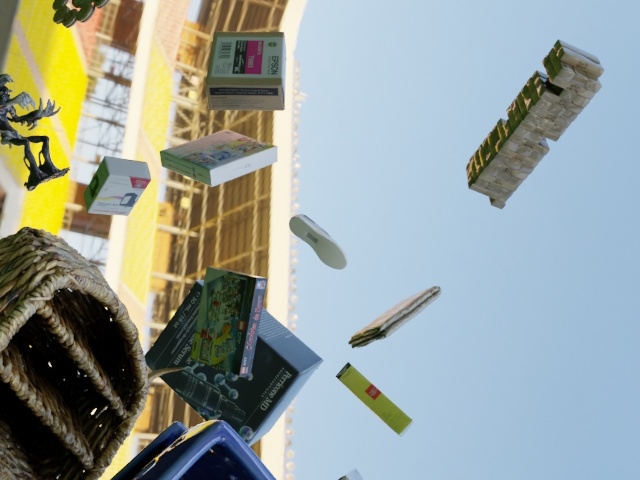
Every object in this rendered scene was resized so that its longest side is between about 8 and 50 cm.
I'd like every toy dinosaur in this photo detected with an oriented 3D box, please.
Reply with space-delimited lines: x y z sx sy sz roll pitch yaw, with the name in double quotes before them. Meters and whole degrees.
"toy dinosaur" -0.439 0.350 1.562 0.211 0.112 0.064 -46 171 -24

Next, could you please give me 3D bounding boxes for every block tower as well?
"block tower" 0.407 -0.219 1.289 0.091 0.097 0.335 -84 -162 -49

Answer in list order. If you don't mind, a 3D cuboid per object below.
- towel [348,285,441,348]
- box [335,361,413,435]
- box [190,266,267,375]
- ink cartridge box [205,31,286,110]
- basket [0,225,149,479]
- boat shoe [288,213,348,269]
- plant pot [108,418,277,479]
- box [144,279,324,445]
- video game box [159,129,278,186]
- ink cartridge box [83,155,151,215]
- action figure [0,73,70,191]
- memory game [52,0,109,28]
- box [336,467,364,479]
"towel" 0.221 0.228 1.926 0.049 0.282 0.187 59 -34 2
"box" 0.147 0.433 1.782 0.232 0.087 0.058 40 -100 23
"box" -0.220 0.190 1.562 0.159 0.044 0.233 10 -90 32
"ink cartridge box" -0.186 -0.438 1.680 0.088 0.193 0.235 90 -1 -50
"basket" -0.324 0.162 0.812 0.223 0.213 0.299 44 -24 41
"boat shoe" 0.000 0.000 1.665 0.066 0.184 0.063 -57 174 28
"plant pot" -0.158 0.358 0.745 0.236 0.236 0.212 -42 -167 -27
"box" -0.249 0.341 1.869 0.395 0.212 0.293 38 -79 14
"video game box" -0.234 -0.196 1.521 0.187 0.205 0.048 21 -55 38
"ink cartridge box" -0.576 -0.150 1.853 0.175 0.127 0.072 -46 -125 37
"action figure" -0.606 -0.247 1.321 0.141 0.276 0.164 -27 -169 11
"memory game" -0.392 -0.439 1.116 0.186 0.012 0.186 -15 -121 26
"box" 0.022 0.832 2.009 0.262 0.231 0.127 -36 -107 -1
